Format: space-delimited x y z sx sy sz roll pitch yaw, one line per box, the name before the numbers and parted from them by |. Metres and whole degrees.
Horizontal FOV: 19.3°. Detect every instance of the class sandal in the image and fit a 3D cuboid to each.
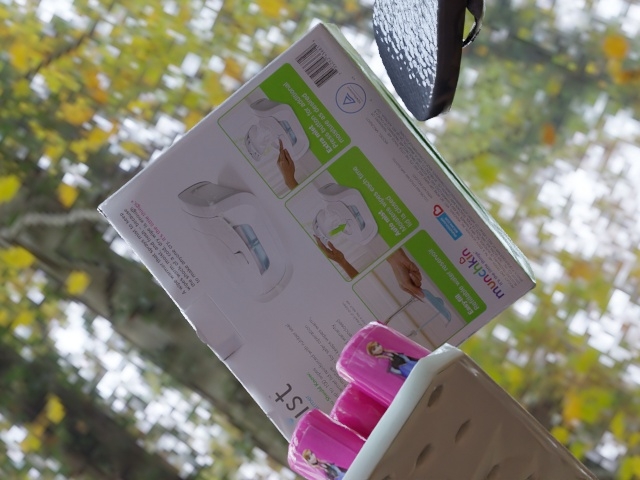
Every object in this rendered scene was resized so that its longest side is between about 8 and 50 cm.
sandal | 0.085 -0.171 1.267 0.054 0.097 0.254 -17 -30 -17

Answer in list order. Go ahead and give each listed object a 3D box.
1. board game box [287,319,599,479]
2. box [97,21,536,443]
board game box | -0.001 0.256 0.885 0.390 0.050 0.390 -56 -30 -5
box | 0.000 0.000 1.484 0.231 0.262 0.127 -40 1 8
